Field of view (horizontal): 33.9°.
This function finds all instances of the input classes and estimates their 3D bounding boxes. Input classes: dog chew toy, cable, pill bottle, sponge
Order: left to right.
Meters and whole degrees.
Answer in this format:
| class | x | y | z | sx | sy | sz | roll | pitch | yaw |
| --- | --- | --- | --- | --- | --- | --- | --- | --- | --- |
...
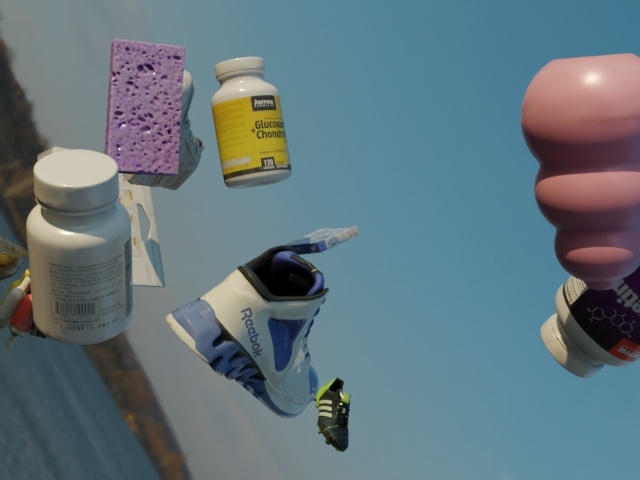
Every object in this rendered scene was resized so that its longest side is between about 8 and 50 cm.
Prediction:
| class | x | y | z | sx | sy | sz | roll | pitch | yaw |
| --- | --- | --- | --- | --- | --- | --- | --- | --- | --- |
| cable | -0.425 | 0.034 | 1.624 | 0.072 | 0.287 | 0.139 | 19 | 8 | -32 |
| pill bottle | -0.308 | 0.007 | 1.348 | 0.131 | 0.131 | 0.229 | 45 | -41 | 48 |
| sponge | -0.280 | -0.209 | 1.675 | 0.031 | 0.117 | 0.210 | 179 | -86 | -67 |
| pill bottle | -0.106 | -0.174 | 1.564 | 0.103 | 0.103 | 0.184 | 166 | -86 | -76 |
| dog chew toy | 0.394 | -0.095 | 1.495 | 0.207 | 0.207 | 0.331 | -161 | -115 | -71 |
| pill bottle | 0.525 | 0.089 | 1.771 | 0.323 | 0.182 | 0.181 | -50 | -118 | 30 |

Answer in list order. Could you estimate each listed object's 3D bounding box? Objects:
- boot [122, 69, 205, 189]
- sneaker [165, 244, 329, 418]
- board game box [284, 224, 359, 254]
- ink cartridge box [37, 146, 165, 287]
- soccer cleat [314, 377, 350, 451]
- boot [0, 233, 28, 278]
| class | x | y | z | sx | sy | sz | roll | pitch | yaw |
| --- | --- | --- | --- | --- | --- | --- | --- | --- | --- |
| boot | -0.273 | -0.207 | 2.004 | 0.258 | 0.123 | 0.095 | -55 | -137 | 29 |
| sneaker | -0.051 | 0.116 | 1.410 | 0.127 | 0.182 | 0.315 | 47 | 2 | 33 |
| board game box | 0.000 | 0.000 | 1.696 | 0.090 | 0.090 | 0.020 | -6 | -77 | 49 |
| ink cartridge box | -0.430 | -0.034 | 2.073 | 0.239 | 0.060 | 0.275 | 8 | 67 | -52 |
| soccer cleat | 0.030 | 0.331 | 2.020 | 0.060 | 0.072 | 0.179 | 33 | 20 | -25 |
| boot | -0.507 | 0.118 | 1.480 | 0.089 | 0.269 | 0.236 | 23 | -2 | -21 |
